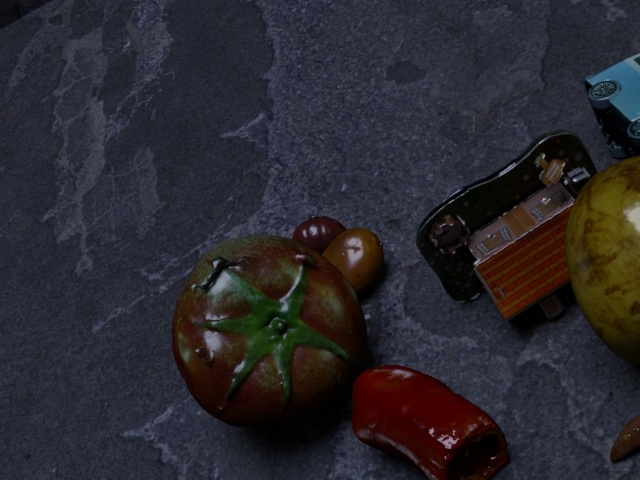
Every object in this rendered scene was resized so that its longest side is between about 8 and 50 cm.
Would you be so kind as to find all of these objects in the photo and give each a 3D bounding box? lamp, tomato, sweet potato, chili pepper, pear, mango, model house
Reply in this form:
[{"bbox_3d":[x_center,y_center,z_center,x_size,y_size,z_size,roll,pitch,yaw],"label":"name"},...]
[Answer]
[{"bbox_3d":[0.000,0.000,2.057,0.101,0.101,0.090,-15,65,24],"label":"lamp"},{"bbox_3d":[-0.088,0.146,1.840,0.303,0.303,0.239,-50,2,-17],"label":"tomato"},{"bbox_3d":[0.488,0.229,1.507,0.255,0.058,0.078,-13,65,31],"label":"sweet potato"},{"bbox_3d":[0.111,0.244,1.710,0.134,0.131,0.338,-40,36,-20],"label":"chili pepper"},{"bbox_3d":[0.457,0.025,1.566,0.281,0.280,0.280,-20,42,19],"label":"pear"},{"bbox_3d":[0.043,0.053,1.992,0.159,0.084,0.105,-48,52,18],"label":"mango"},{"bbox_3d":[0.312,0.002,1.746,0.294,0.207,0.154,-34,42,4],"label":"model house"}]

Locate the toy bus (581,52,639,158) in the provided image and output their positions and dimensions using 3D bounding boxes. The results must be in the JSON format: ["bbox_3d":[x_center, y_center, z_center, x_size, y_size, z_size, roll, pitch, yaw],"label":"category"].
[{"bbox_3d":[0.537,-0.180,1.818,0.165,0.133,0.271,-30,37,2],"label":"toy bus"}]
